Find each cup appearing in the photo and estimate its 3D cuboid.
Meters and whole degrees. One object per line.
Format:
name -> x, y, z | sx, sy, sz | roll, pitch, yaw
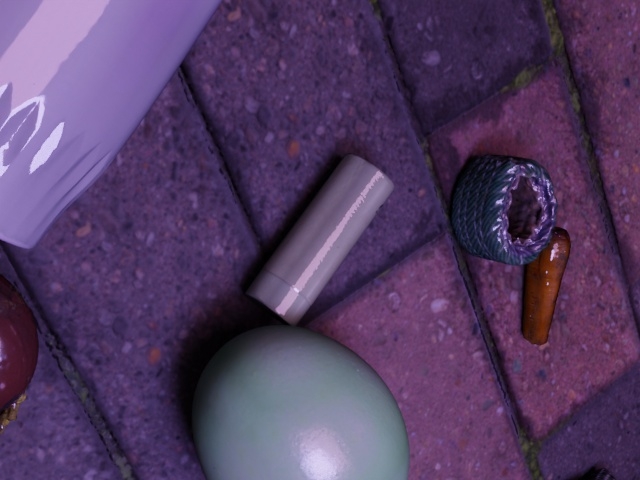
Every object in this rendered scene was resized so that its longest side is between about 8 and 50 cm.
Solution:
cup -> -0.235, -0.199, 0.882 | 0.253, 0.253, 0.372 | 34, 84, -33

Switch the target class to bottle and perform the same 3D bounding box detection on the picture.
bottle -> 0.000, 0.000, 1.182 | 0.072, 0.072, 0.201 | 42, 78, -32

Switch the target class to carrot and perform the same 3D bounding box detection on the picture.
carrot -> 0.299, 0.060, 1.398 | 0.055, 0.055, 0.162 | -3, 109, -32

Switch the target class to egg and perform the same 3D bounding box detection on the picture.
egg -> -0.021, 0.214, 1.129 | 0.220, 0.220, 0.270 | -38, 108, -19

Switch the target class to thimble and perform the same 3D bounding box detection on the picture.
thimble -> 0.233, -0.039, 1.309 | 0.118, 0.090, 0.135 | 5, 96, -35

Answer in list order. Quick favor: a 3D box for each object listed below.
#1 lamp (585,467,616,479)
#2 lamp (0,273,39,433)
lamp -> 0.325, 0.425, 1.446 | 0.182, 0.181, 0.314 | 53, 52, -29
lamp -> -0.330, 0.085, 0.963 | 0.135, 0.156, 0.157 | -55, 170, -54
